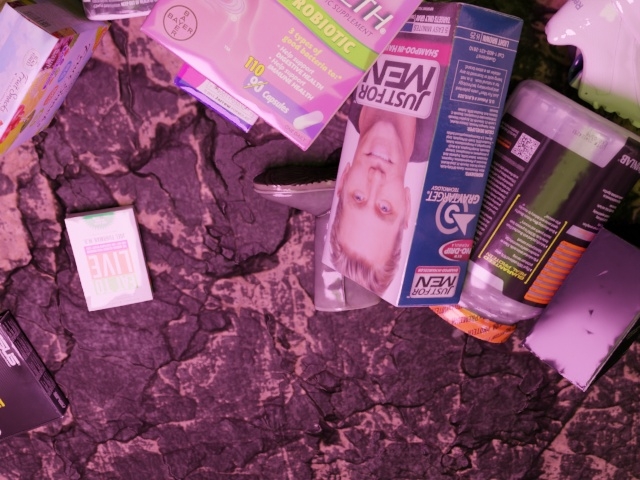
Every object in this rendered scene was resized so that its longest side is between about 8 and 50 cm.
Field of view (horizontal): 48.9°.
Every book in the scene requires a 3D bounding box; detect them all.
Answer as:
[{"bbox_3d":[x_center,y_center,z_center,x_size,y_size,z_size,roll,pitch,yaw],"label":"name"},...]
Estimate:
[{"bbox_3d":[-0.305,0.025,1.027,0.096,0.035,0.144,-9,111,-2],"label":"book"}]

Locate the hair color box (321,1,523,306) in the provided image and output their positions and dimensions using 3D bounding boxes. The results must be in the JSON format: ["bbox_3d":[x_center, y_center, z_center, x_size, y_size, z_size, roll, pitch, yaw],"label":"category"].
[{"bbox_3d":[0.115,-0.109,0.869,0.105,0.174,0.347,1,106,-33],"label":"hair color box"}]

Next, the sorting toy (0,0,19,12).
[{"bbox_3d":[-0.448,-0.335,0.805,0.307,0.041,0.229,-37,99,12],"label":"sorting toy"}]

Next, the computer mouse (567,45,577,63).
[{"bbox_3d":[0.448,-0.290,0.912,0.262,0.060,0.184,-35,126,15],"label":"computer mouse"}]

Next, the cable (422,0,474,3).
[{"bbox_3d":[0.262,-0.349,0.885,0.287,0.072,0.139,-24,109,19],"label":"cable"}]

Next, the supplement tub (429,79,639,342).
[{"bbox_3d":[0.266,-0.034,0.931,0.193,0.193,0.316,26,109,-12],"label":"supplement tub"}]

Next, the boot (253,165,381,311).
[{"bbox_3d":[-0.001,0.001,1.009,0.189,0.076,0.209,1,118,-3],"label":"boot"}]

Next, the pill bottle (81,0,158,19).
[{"bbox_3d":[-0.232,-0.387,0.805,0.130,0.130,0.246,-6,112,1],"label":"pill bottle"}]

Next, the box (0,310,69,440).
[{"bbox_3d":[-0.521,0.224,1.093,0.184,0.045,0.191,-19,112,9],"label":"box"}]

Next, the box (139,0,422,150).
[{"bbox_3d":[-0.028,-0.262,0.750,0.213,0.117,0.243,36,106,-15],"label":"box"}]

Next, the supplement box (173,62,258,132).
[{"bbox_3d":[-0.072,-0.264,0.870,0.111,0.114,0.220,33,109,-13],"label":"supplement box"}]

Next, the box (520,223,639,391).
[{"bbox_3d":[0.394,0.079,0.945,0.103,0.261,0.184,36,110,27],"label":"box"}]

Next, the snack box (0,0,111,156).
[{"bbox_3d":[-0.345,-0.198,0.837,0.070,0.207,0.174,34,108,-14],"label":"snack box"}]

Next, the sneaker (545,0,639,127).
[{"bbox_3d":[0.386,-0.206,0.874,0.129,0.111,0.297,-31,120,27],"label":"sneaker"}]
